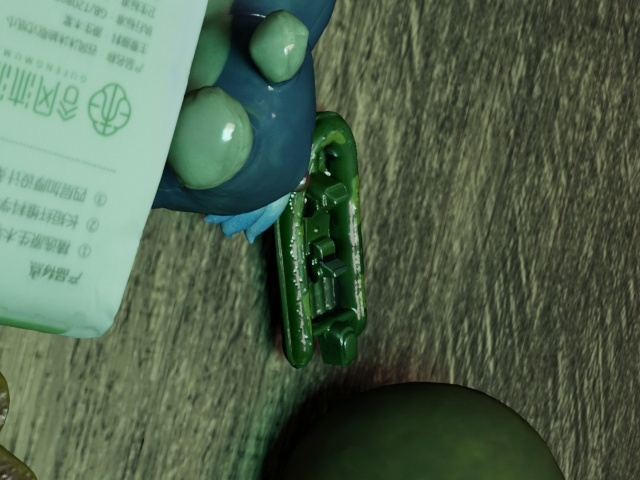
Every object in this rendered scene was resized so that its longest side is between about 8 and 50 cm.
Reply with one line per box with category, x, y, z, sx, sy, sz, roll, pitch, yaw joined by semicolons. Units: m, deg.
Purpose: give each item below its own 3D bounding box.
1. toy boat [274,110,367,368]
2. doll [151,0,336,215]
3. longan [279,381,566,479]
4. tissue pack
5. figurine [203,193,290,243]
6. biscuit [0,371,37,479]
toy boat;0.000;0.000;1.163;0.104;0.052;0.210;-22;116;-47
doll;-0.063;-0.142;0.949;0.154;0.228;0.258;9;77;-32
longan;0.077;0.240;1.180;0.258;0.258;0.258;-14;110;-44
tissue pack;-0.255;-0.112;0.758;0.356;0.194;0.266;18;87;-46
figurine;-0.058;-0.048;1.078;0.114;0.079;0.114;2;90;-83
biscuit;-0.273;0.133;0.915;0.180;0.039;0.236;-49;131;-22
